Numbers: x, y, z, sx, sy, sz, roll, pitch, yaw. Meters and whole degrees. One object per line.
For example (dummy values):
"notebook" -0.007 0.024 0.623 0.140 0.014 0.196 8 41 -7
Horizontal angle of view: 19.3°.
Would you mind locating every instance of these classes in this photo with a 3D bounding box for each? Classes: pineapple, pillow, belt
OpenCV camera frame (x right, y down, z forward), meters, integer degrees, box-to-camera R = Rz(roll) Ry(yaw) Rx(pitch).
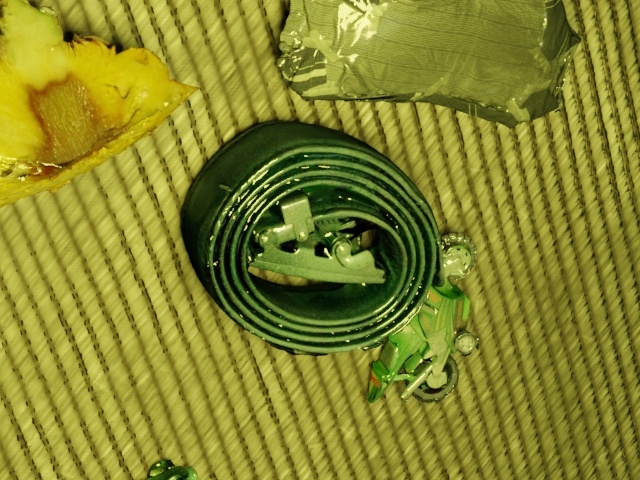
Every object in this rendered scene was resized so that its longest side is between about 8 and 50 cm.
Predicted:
"pineapple" -0.262 -0.114 1.617 0.250 0.140 0.164 -34 84 -29
"pillow" 0.112 -0.193 1.777 0.335 0.092 0.161 3 116 -31
"belt" 0.000 0.000 1.786 0.267 0.116 0.206 20 103 -28

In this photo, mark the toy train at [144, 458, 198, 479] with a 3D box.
"toy train" -0.175 0.267 1.856 0.122 0.050 0.081 -20 125 -21

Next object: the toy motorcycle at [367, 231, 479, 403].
"toy motorcycle" 0.102 0.080 1.913 0.106 0.074 0.190 0 113 -19
